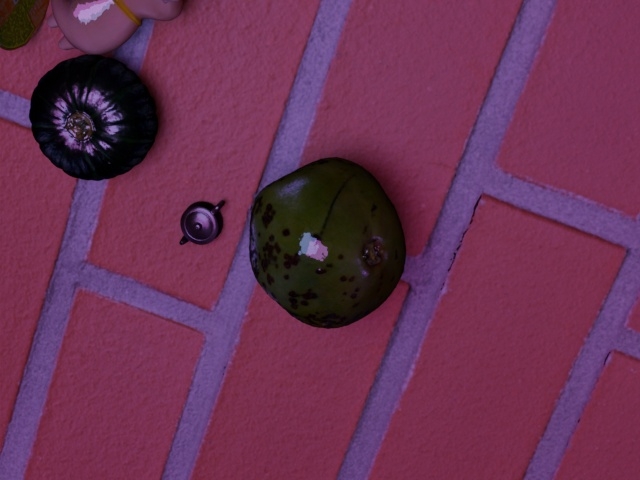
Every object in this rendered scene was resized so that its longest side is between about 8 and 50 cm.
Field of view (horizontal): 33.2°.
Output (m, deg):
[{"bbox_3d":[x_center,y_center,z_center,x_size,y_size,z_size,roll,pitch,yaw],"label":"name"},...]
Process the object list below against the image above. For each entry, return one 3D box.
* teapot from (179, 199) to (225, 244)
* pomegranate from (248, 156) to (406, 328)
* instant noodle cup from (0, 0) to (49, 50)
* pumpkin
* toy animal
[{"bbox_3d":[-0.190,-0.029,1.727,0.068,0.045,0.100,45,108,-6],"label":"teapot"},{"bbox_3d":[0.000,0.000,1.615,0.254,0.270,0.254,-9,107,-30],"label":"pomegranate"},{"bbox_3d":[-0.532,-0.397,1.642,0.185,0.168,0.169,23,107,11],"label":"instant noodle cup"},{"bbox_3d":[-0.353,-0.188,1.664,0.201,0.140,0.202,3,106,12],"label":"pumpkin"},{"bbox_3d":[-0.306,-0.374,1.607,0.248,0.149,0.165,-32,95,24],"label":"toy animal"}]
